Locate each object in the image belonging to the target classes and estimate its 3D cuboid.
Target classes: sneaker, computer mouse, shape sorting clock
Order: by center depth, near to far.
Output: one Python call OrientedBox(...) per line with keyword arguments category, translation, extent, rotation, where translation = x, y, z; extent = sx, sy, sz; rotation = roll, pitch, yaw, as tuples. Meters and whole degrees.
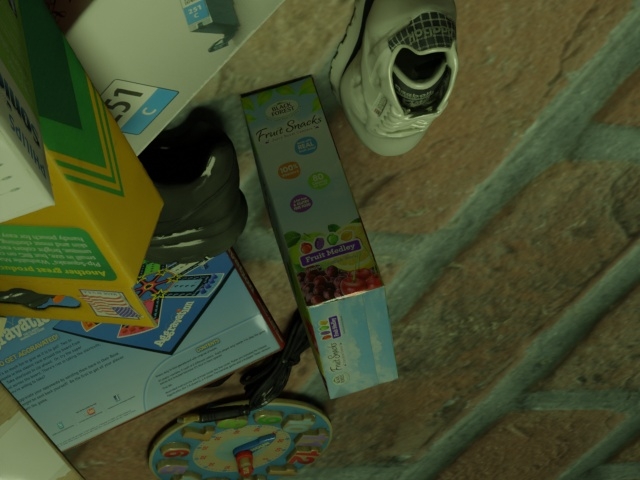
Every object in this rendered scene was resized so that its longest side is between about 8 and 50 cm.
OrientedBox(category="sneaker", translation=(0.063, -0.124, 1.481), extent=(0.090, 0.095, 0.235), rotation=(-14, 152, -9))
OrientedBox(category="sneaker", translation=(-0.198, -0.032, 1.510), extent=(0.286, 0.109, 0.130), rotation=(-18, 145, -17))
OrientedBox(category="computer mouse", translation=(-0.127, 0.122, 1.838), extent=(0.262, 0.060, 0.184), rotation=(-10, 148, -36))
OrientedBox(category="shape sorting clock", translation=(-0.087, 0.229, 2.052), extent=(0.206, 0.040, 0.206), rotation=(-13, 150, -8))

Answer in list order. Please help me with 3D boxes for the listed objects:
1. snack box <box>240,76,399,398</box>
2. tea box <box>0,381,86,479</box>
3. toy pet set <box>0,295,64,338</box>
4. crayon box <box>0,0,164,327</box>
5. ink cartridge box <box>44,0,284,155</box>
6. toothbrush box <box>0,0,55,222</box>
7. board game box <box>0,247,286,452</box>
OrientedBox(category="snack box", translation=(0.000, 0.000, 1.540), extent=(0.070, 0.207, 0.174), rotation=(-16, 150, -2))
OrientedBox(category="tea box", translation=(-0.395, 0.175, 1.359), extent=(0.329, 0.323, 0.220), rotation=(-42, 112, -12))
OrientedBox(category="toy pet set", translation=(-0.290, 0.038, 1.627), extent=(0.122, 0.065, 0.114), rotation=(9, 107, -42))
OrientedBox(category="crayon box", translation=(-0.246, -0.063, 1.306), extent=(0.203, 0.083, 0.323), rotation=(3, 146, 22))
OrientedBox(category="ink cartridge box", translation=(-0.165, -0.180, 1.296), extent=(0.261, 0.066, 0.296), rotation=(9, 142, -39))
OrientedBox(category="toothbrush box", translation=(-0.256, -0.163, 1.041), extent=(0.122, 0.283, 0.206), rotation=(-19, 147, 4))
OrientedBox(category="board game box", translation=(-0.188, 0.091, 1.686), extent=(0.281, 0.145, 0.027), rotation=(-26, -166, 15))
